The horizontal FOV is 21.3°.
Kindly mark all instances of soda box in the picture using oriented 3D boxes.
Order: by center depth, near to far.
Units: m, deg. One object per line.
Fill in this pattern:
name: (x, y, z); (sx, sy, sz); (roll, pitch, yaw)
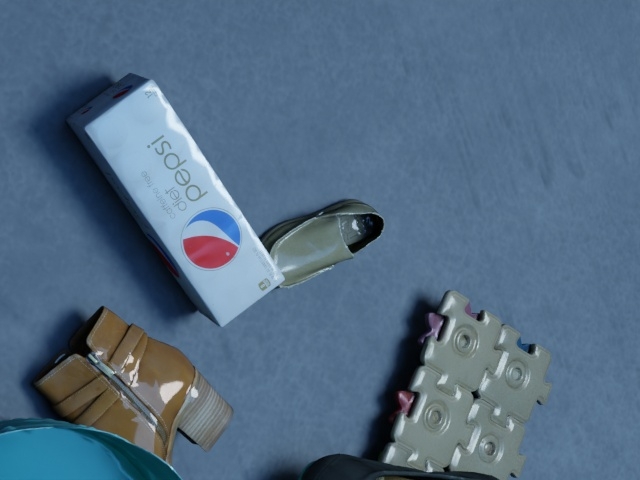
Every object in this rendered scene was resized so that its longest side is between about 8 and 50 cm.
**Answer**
soda box: (-0.123, -0.034, 1.450); (0.074, 0.069, 0.216); (-37, 111, -12)

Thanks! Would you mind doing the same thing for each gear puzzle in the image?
gear puzzle: (0.111, 0.230, 1.651); (0.175, 0.044, 0.339); (32, 73, -34)

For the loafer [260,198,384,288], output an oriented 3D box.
loafer: (0.000, 0.000, 1.562); (0.148, 0.050, 0.056); (-32, 108, -33)

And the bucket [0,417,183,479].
bucket: (-0.211, 0.263, 1.276); (0.281, 0.183, 0.281); (0, 91, -17)

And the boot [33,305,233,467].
boot: (-0.182, 0.167, 1.420); (0.152, 0.073, 0.197); (42, 67, -20)

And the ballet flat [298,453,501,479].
ballet flat: (0.105, 0.257, 1.558); (0.280, 0.096, 0.095); (13, 86, -37)
